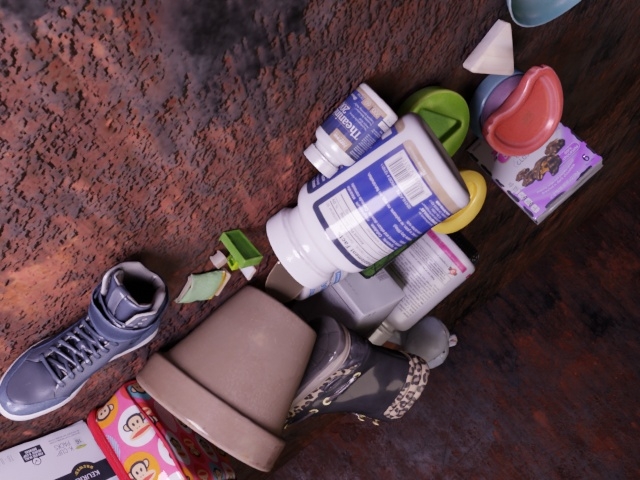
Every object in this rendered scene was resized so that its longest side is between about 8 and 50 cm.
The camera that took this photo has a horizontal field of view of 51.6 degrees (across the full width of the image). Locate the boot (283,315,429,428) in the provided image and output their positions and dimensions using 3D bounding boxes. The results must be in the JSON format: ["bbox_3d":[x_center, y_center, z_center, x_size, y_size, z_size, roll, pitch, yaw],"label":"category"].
[{"bbox_3d":[0.004,0.302,1.281,0.284,0.138,0.377,21,123,-37],"label":"boot"}]

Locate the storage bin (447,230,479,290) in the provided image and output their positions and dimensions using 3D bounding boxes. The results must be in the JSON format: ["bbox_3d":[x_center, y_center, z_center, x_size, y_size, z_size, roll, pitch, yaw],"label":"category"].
[{"bbox_3d":[0.304,0.054,1.640,0.084,0.122,0.180,-31,158,-22],"label":"storage bin"}]

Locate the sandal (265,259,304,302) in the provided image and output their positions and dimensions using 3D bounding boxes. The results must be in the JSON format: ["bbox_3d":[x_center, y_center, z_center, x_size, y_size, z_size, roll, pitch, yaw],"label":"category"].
[{"bbox_3d":[-0.005,-0.004,1.087,0.240,0.088,0.079,-48,-170,20],"label":"sandal"}]

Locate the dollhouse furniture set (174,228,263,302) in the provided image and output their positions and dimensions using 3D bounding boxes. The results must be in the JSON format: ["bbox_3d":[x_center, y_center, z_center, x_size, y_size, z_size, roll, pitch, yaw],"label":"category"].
[{"bbox_3d":[-0.142,0.056,0.964,0.076,0.059,0.152,-12,146,-51],"label":"dollhouse furniture set"}]

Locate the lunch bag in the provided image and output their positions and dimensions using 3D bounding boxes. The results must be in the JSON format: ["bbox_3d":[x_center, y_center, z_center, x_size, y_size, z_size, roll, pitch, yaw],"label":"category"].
[{"bbox_3d":[-0.252,0.379,1.151,0.120,0.258,0.293,-40,159,-4],"label":"lunch bag"}]

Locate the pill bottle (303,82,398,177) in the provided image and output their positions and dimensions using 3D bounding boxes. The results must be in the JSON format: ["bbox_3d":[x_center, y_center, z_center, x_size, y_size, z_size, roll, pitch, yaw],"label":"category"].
[{"bbox_3d":[0.037,-0.140,0.860,0.120,0.067,0.067,-44,159,10],"label":"pill bottle"}]

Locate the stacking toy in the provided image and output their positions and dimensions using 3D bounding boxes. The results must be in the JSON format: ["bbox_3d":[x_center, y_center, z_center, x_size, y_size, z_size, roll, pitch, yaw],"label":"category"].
[{"bbox_3d":[0.225,-0.199,1.084,0.309,0.130,0.279,-44,133,3],"label":"stacking toy"}]

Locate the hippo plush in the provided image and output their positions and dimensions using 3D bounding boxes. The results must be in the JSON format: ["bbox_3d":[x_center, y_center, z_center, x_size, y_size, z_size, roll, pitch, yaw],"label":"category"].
[{"bbox_3d":[0.201,0.241,1.680,0.234,0.237,0.294,-37,159,-10],"label":"hippo plush"}]

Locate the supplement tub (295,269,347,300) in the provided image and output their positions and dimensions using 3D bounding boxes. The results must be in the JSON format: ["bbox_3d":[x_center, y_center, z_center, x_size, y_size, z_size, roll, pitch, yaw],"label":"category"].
[{"bbox_3d":[-0.010,0.057,1.177,0.107,0.071,0.071,-24,154,-36],"label":"supplement tub"}]

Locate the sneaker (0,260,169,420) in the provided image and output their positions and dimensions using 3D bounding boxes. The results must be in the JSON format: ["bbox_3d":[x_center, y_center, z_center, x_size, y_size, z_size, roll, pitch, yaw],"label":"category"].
[{"bbox_3d":[-0.278,0.112,0.785,0.226,0.086,0.163,-37,172,-36],"label":"sneaker"}]

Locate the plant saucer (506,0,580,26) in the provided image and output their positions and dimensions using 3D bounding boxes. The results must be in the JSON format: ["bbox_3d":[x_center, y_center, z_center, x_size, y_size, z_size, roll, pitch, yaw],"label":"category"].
[{"bbox_3d":[0.354,-0.426,0.861,0.317,0.044,0.318,-34,159,-15],"label":"plant saucer"}]

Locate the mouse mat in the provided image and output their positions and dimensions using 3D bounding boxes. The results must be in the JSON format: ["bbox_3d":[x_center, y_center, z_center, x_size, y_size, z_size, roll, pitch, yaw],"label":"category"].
[{"bbox_3d":[0.132,-0.011,1.226,0.189,0.152,0.007,-38,115,-4],"label":"mouse mat"}]

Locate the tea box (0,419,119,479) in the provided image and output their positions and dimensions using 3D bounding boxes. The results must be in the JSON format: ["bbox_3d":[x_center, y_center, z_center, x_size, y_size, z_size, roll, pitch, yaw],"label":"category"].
[{"bbox_3d":[-0.446,0.496,0.966,0.329,0.323,0.220,-11,145,-54],"label":"tea box"}]

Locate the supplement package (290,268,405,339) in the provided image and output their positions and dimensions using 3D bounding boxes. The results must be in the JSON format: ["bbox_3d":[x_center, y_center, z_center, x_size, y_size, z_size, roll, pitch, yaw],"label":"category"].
[{"bbox_3d":[0.035,0.152,1.352,0.133,0.139,0.244,-18,152,-43],"label":"supplement package"}]

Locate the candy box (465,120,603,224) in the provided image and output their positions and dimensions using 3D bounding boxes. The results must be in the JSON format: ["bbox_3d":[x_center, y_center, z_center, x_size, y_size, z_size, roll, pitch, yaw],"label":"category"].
[{"bbox_3d":[0.411,-0.159,1.281,0.165,0.196,0.070,-45,158,12],"label":"candy box"}]

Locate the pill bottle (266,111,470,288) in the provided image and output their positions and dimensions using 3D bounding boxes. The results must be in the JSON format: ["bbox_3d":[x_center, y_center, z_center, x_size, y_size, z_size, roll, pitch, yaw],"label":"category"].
[{"bbox_3d":[0.063,-0.049,0.937,0.264,0.153,0.153,-32,162,17],"label":"pill bottle"}]

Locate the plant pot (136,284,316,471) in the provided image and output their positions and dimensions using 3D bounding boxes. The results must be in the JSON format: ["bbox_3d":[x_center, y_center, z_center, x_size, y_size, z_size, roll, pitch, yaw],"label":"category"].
[{"bbox_3d":[-0.125,0.206,1.079,0.229,0.263,0.263,-54,162,-12],"label":"plant pot"}]

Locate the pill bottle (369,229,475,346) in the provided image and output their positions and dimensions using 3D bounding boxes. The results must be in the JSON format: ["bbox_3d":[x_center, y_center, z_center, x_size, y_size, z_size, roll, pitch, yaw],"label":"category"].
[{"bbox_3d":[0.188,0.098,1.476,0.283,0.160,0.160,-42,159,5],"label":"pill bottle"}]
